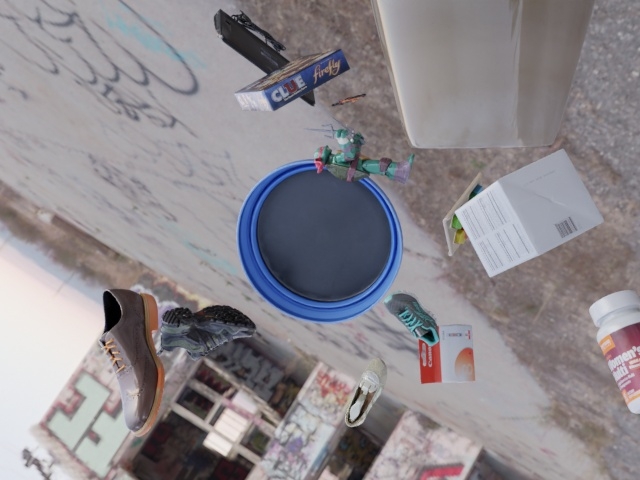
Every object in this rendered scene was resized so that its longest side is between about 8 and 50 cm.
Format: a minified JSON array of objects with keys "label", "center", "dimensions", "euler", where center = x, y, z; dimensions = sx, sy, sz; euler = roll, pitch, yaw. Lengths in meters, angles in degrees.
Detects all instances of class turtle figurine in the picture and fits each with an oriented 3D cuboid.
[{"label":"turtle figurine","center":[0.075,-0.178,1.497],"dimensions":[0.234,0.118,0.175],"euler":[16,-165,2]}]

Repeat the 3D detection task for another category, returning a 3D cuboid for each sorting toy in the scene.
[{"label":"sorting toy","center":[0.428,-0.071,2.086],"dimensions":[0.038,0.193,0.208],"euler":[29,159,28]}]

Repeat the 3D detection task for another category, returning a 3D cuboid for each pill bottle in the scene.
[{"label":"pill bottle","center":[0.626,0.218,1.419],"dimensions":[0.121,0.121,0.221],"euler":[48,-158,-57]}]

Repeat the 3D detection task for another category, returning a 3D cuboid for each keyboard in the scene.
[{"label":"keyboard","center":[-0.138,-0.469,1.792],"dimensions":[0.317,0.033,0.202],"euler":[31,-144,-35]}]

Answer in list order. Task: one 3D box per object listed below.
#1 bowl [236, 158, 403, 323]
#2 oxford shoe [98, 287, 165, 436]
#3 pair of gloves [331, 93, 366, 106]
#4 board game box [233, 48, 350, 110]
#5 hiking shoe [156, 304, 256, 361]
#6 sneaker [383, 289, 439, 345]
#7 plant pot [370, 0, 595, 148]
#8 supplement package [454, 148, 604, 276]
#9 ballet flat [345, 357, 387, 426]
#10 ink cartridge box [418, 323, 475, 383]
[{"label":"bowl","center":[0.000,0.000,1.668],"dimensions":[0.391,0.391,0.077],"euler":[32,-160,2]},{"label":"oxford shoe","center":[-0.451,0.274,1.650],"dimensions":[0.132,0.130,0.364],"euler":[25,-143,-42]},{"label":"pair of gloves","center":[0.069,-0.346,1.766],"dimensions":[0.083,0.074,0.010],"euler":[-3,104,66]},{"label":"board game box","center":[-0.062,-0.304,1.369],"dimensions":[0.042,0.165,0.243],"euler":[62,168,-18]},{"label":"hiking shoe","center":[-0.256,0.211,1.604],"dimensions":[0.226,0.114,0.086],"euler":[6,-155,-30]},{"label":"sneaker","center":[0.198,0.165,1.499],"dimensions":[0.166,0.065,0.076],"euler":[34,-156,-32]},{"label":"plant pot","center":[0.205,-0.262,0.929],"dimensions":[0.323,0.281,0.323],"euler":[-1,-171,0]},{"label":"supplement package","center":[0.499,-0.059,1.745],"dimensions":[0.198,0.199,0.263],"euler":[63,164,7]},{"label":"ballet flat","center":[0.102,0.343,1.594],"dimensions":[0.057,0.168,0.052],"euler":[24,-171,21]},{"label":"ink cartridge box","center":[0.317,0.282,1.786],"dimensions":[0.045,0.146,0.179],"euler":[-10,168,44]}]
